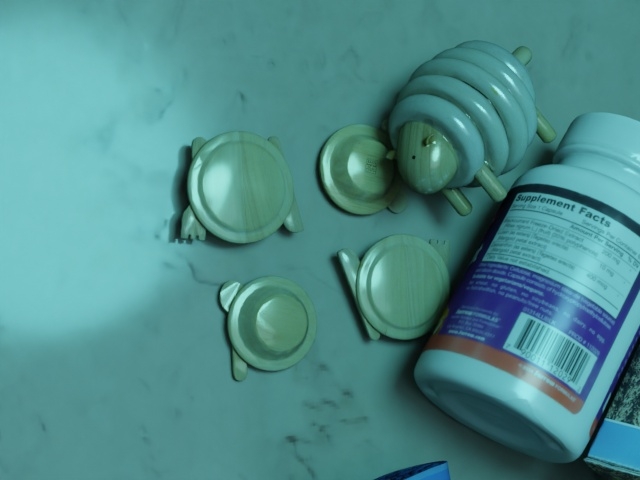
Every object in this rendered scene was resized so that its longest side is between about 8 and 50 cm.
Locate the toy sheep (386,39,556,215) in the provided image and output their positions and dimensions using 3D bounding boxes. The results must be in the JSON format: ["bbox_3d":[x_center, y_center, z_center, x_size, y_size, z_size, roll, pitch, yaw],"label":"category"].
[{"bbox_3d":[0.090,-0.073,0.734,0.091,0.091,0.132,50,55,-11],"label":"toy sheep"}]

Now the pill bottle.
[{"bbox_3d":[0.144,0.023,0.732,0.108,0.108,0.193,35,72,-16],"label":"pill bottle"}]

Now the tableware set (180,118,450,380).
[{"bbox_3d":[0.000,0.000,0.722,0.169,0.020,0.141,-11,89,-25],"label":"tableware set"}]

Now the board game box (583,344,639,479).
[{"bbox_3d":[0.330,0.076,0.750,0.232,0.141,0.291,42,70,-35],"label":"board game box"}]

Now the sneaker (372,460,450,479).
[{"bbox_3d":[-0.009,0.200,0.664,0.232,0.081,0.090,-19,85,-24],"label":"sneaker"}]
